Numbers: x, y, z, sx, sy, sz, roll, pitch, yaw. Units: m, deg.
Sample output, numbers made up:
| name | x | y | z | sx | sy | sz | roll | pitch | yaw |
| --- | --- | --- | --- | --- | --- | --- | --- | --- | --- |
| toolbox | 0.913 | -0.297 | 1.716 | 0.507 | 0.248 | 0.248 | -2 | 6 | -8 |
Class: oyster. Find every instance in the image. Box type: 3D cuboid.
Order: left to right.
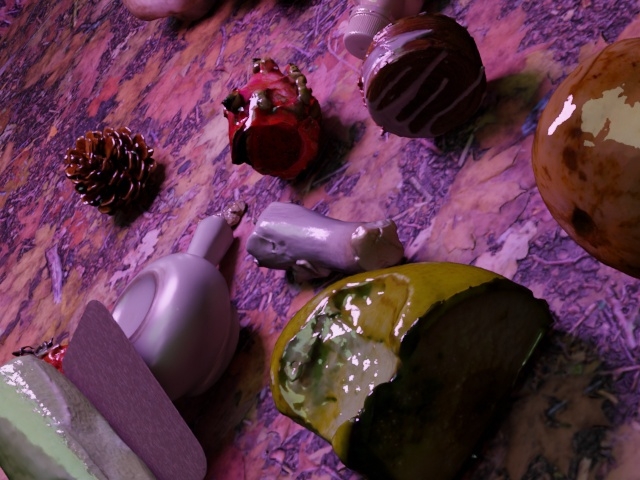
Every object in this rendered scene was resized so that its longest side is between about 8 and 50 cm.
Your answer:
| name | x | y | z | sx | sy | sz | roll | pitch | yaw |
| --- | --- | --- | --- | --- | --- | --- | --- | --- | --- |
| oyster | -0.159 | -0.040 | 1.515 | 0.083 | 0.038 | 0.080 | -55 | 31 | -2 |

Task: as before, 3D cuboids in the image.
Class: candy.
| name | x | y | z | sx | sy | sz | roll | pitch | yaw |
| --- | --- | --- | --- | --- | --- | --- | --- | --- | --- |
| candy | -0.299 | 0.286 | 1.193 | 0.142 | 0.132 | 0.343 | -45 | 60 | -10 |

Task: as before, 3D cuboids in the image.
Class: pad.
| name | x | y | z | sx | sy | sz | roll | pitch | yaw |
| --- | --- | --- | --- | --- | --- | --- | --- | --- | --- |
| pad | -0.236 | 0.212 | 1.218 | 0.266 | 0.002 | 0.176 | 51 | 133 | 20 |

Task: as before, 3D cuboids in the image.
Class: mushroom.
| name | x | y | z | sx | sy | sz | roll | pitch | yaw |
| --- | --- | --- | --- | --- | --- | --- | --- | --- | --- |
| mushroom | -0.302 | -0.551 | 2.034 | 0.255 | 0.184 | 0.255 | -33 | 38 | 31 |
| mushroom | 0.001 | 0.001 | 1.235 | 0.278 | 0.096 | 0.099 | 8 | 67 | 49 |

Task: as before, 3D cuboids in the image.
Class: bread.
| name | x | y | z | sx | sy | sz | roll | pitch | yaw |
| --- | --- | --- | --- | --- | --- | --- | --- | --- | --- |
| bread | 0.125 | -0.196 | 1.211 | 0.160 | 0.160 | 0.073 | -33 | 47 | 27 |

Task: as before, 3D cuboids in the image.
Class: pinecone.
| name | x | y | z | sx | sy | sz | roll | pitch | yaw |
| --- | --- | --- | --- | --- | --- | --- | --- | --- | --- |
| pinecone | -0.374 | -0.127 | 1.749 | 0.173 | 0.173 | 0.174 | -31 | 39 | 29 |

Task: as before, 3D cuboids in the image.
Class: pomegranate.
| name | x | y | z | sx | sy | sz | roll | pitch | yaw |
| --- | --- | --- | --- | --- | --- | --- | --- | --- | --- |
| pomegranate | 0.299 | -0.075 | 0.859 | 0.215 | 0.215 | 0.215 | -31 | 39 | 29 |

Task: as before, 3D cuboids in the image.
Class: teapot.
| name | x | y | z | sx | sy | sz | roll | pitch | yaw |
| --- | --- | --- | --- | --- | --- | --- | --- | --- | --- |
| teapot | -0.178 | 0.078 | 1.327 | 0.220 | 0.149 | 0.318 | -10 | 51 | 51 |

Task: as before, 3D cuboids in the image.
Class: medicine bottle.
| name | x | y | z | sx | sy | sz | roll | pitch | yaw |
| --- | --- | --- | --- | --- | --- | --- | --- | --- | --- |
| medicine bottle | 0.105 | -0.379 | 1.443 | 0.114 | 0.114 | 0.252 | -6 | 55 | 48 |

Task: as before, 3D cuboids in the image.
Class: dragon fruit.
| name | x | y | z | sx | sy | sz | roll | pitch | yaw |
| --- | --- | --- | --- | --- | --- | --- | --- | --- | --- |
| dragon fruit | -0.074 | -0.181 | 1.428 | 0.160 | 0.166 | 0.172 | -39 | 33 | 14 |

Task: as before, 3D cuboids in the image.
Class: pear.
| name | x | y | z | sx | sy | sz | roll | pitch | yaw |
| --- | --- | --- | --- | --- | --- | --- | --- | --- | --- |
| pear | 0.066 | 0.107 | 0.997 | 0.238 | 0.164 | 0.255 | -57 | 32 | -4 |

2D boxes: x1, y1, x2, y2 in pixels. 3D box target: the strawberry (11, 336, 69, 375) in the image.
| name | x | y | z | sx | sy | sz | roll | pitch | yaw |
| --- | --- | --- | --- | --- | --- | --- | --- | --- | --- |
| strawberry | -0.341 | 0.241 | 1.398 | 0.106 | 0.236 | 0.175 | -26 | -6 | 5 |
